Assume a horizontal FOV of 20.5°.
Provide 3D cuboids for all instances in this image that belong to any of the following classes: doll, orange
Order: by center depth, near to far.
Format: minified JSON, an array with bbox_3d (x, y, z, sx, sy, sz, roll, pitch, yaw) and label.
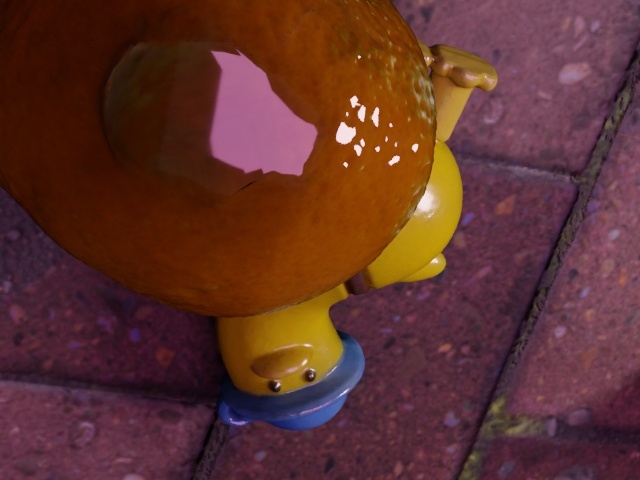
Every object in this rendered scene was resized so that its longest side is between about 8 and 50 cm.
[{"bbox_3d":[-0.089,-0.086,1.175,0.334,0.196,0.262,40,114,-16],"label":"orange"},{"bbox_3d":[0.000,0.000,1.344,0.199,0.145,0.363,20,117,-15],"label":"doll"}]
